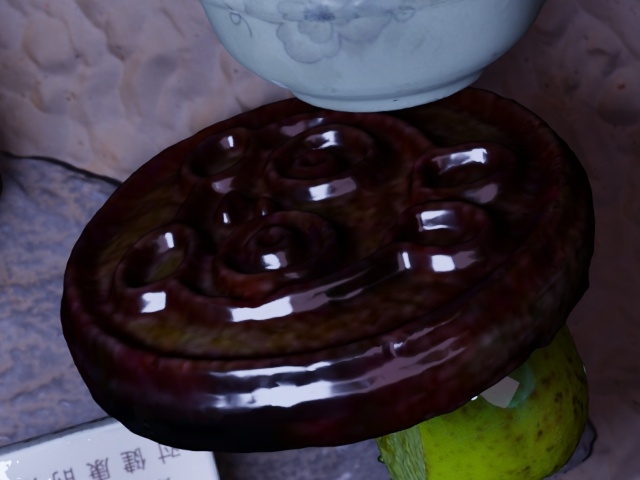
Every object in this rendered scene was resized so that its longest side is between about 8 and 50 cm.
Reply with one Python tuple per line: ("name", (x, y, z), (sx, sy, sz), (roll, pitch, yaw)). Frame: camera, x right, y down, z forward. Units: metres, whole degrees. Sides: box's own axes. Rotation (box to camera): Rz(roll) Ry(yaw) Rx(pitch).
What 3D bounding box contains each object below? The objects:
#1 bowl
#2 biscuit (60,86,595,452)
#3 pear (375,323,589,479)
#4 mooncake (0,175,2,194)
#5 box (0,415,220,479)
("bowl", (0.046, -0.207, 1.307), (0.307, 0.307, 0.163), (-15, 119, -11))
("biscuit", (0.000, 0.000, 1.224), (0.407, 0.407, 0.091), (-22, 120, -10))
("pear", (0.109, 0.077, 1.313), (0.164, 0.255, 0.238), (-18, 86, -9))
("mooncake", (-0.393, -0.071, 1.277), (0.306, 0.154, 0.306), (0, 88, -13))
("box", (-0.158, 0.310, 1.333), (0.210, 0.095, 0.330), (-15, 90, -10))
